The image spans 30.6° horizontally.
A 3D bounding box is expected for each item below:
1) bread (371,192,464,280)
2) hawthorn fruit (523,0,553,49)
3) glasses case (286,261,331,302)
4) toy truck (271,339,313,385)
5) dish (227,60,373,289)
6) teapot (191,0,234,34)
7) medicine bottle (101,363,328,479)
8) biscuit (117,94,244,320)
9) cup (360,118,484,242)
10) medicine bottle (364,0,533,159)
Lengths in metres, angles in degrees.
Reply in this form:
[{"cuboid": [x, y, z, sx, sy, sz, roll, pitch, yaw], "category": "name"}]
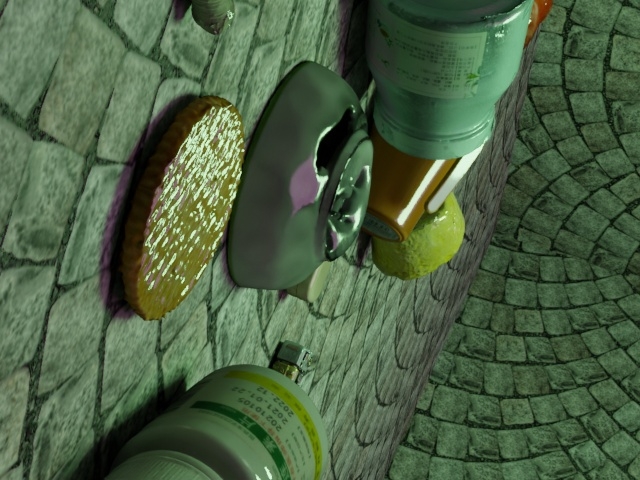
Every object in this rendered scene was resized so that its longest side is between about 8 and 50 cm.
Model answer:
[{"cuboid": [0.178, -0.032, 2.255, 0.197, 0.197, 0.170, -64, 152, -26], "category": "bread"}, {"cuboid": [0.251, -0.432, 1.941, 0.272, 0.241, 0.242, 49, 55, -37], "category": "hawthorn fruit"}, {"cuboid": [0.000, 0.000, 1.843, 0.083, 0.050, 0.196, 48, 61, -72], "category": "glasses case"}, {"cuboid": [-0.059, 0.224, 1.907, 0.123, 0.052, 0.063, -66, 159, -14], "category": "toy truck"}, {"cuboid": [-0.002, -0.071, 1.588, 0.324, 0.124, 0.324, 19, 90, -77], "category": "dish"}, {"cuboid": [-0.106, -0.241, 1.122, 0.083, 0.057, 0.067, 92, -8, -65], "category": "teapot"}, {"cuboid": [-0.136, 0.295, 1.372, 0.339, 0.208, 0.208, -38, 144, -67], "category": "medicine bottle"}, {"cuboid": [-0.147, -0.037, 1.256, 0.254, 0.035, 0.254, 20, 90, -76], "category": "biscuit"}, {"cuboid": [0.162, -0.134, 1.985, 0.182, 0.226, 0.264, 40, 72, -38], "category": "cup"}, {"cuboid": [0.189, -0.290, 1.782, 0.290, 0.245, 0.245, 91, 22, -48], "category": "medicine bottle"}]
